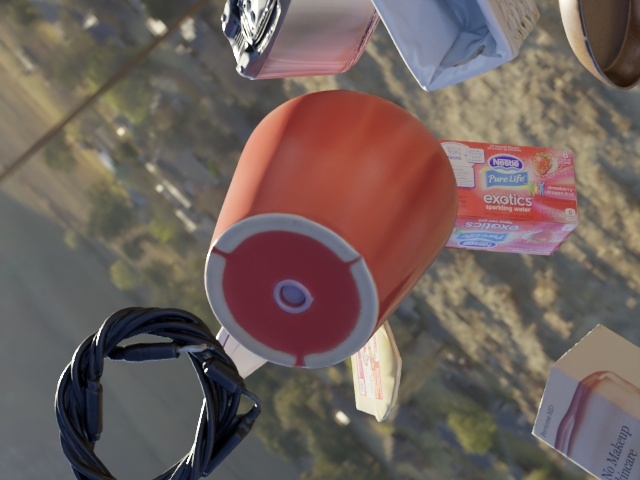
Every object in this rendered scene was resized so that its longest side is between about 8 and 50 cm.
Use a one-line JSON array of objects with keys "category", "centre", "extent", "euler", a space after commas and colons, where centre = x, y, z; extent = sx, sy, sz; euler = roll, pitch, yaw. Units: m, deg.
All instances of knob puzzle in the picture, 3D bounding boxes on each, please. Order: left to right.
[{"category": "knob puzzle", "centre": [0.093, 0.183, 2.016], "extent": [0.213, 0.030, 0.213], "euler": [174, 90, -72]}]

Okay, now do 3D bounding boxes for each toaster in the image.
[{"category": "toaster", "centre": [-0.013, -0.288, 1.528], "extent": [0.227, 0.146, 0.129], "euler": [-62, 38, 45]}]

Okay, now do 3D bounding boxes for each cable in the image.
[{"category": "cable", "centre": [-0.148, 0.144, 1.065], "extent": [0.150, 0.184, 0.047], "euler": [44, -163, -2]}]

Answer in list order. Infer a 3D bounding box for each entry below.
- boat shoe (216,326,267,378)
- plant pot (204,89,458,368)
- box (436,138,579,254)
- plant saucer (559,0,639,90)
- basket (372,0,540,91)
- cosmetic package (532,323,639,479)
[{"category": "boat shoe", "centre": [-0.058, 0.123, 2.002], "extent": [0.096, 0.267, 0.088], "euler": [47, 179, -38]}, {"category": "plant pot", "centre": [0.000, 0.000, 1.472], "extent": [0.275, 0.243, 0.275], "euler": [8, 122, 13]}, {"category": "box", "centre": [0.286, -0.077, 2.297], "extent": [0.300, 0.154, 0.142], "euler": [3, 156, -9]}, {"category": "plant saucer", "centre": [0.225, -0.202, 1.024], "extent": [0.029, 0.168, 0.168], "euler": [2, 141, 34]}, {"category": "basket", "centre": [0.125, -0.249, 1.267], "extent": [0.113, 0.103, 0.167], "euler": [-17, 111, 41]}, {"category": "cosmetic package", "centre": [0.456, 0.268, 1.792], "extent": [0.296, 0.129, 0.153], "euler": [33, 136, 30]}]
